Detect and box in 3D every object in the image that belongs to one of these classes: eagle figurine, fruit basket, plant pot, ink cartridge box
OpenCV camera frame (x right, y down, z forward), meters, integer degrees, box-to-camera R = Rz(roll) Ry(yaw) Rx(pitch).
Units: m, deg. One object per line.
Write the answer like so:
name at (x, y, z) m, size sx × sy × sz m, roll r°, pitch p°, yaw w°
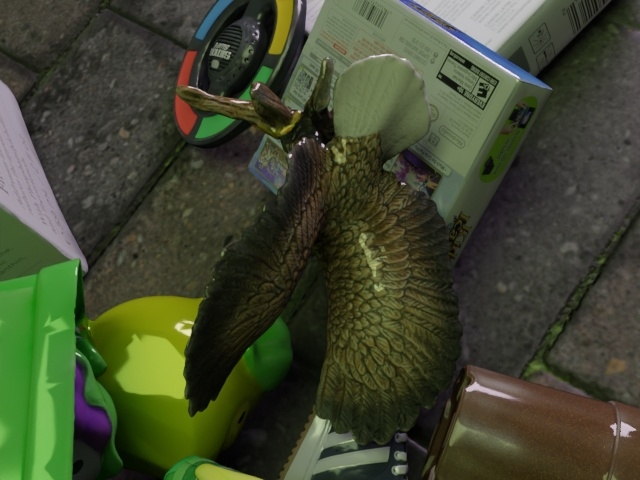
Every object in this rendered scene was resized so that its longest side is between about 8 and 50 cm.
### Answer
eagle figurine at (-0.001, 0.007, 0.883) m, size 0.226 × 0.225 × 0.298 m, roll -9°, pitch 55°, yaw 5°
fruit basket at (-0.201, 0.178, 0.921) m, size 0.392 × 0.392 × 0.282 m, roll -11°, pitch 62°, yaw 14°
plant pot at (0.174, 0.188, 0.834) m, size 0.165 × 0.167 × 0.167 m, roll 19°, pitch 72°, yaw 5°
ink cartridge box at (0.125, -0.306, 1.182) m, size 0.308 × 0.091 × 0.385 m, roll -46°, pitch 49°, yaw -5°

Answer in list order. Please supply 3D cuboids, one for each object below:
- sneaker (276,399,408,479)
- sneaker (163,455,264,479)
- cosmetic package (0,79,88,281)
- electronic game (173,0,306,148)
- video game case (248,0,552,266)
sneaker at (0.061, 0.199, 0.938) m, size 0.153 × 0.099 × 0.282 m, roll 20°, pitch 68°, yaw 19°
sneaker at (-0.076, 0.295, 0.859) m, size 0.109 × 0.295 × 0.123 m, roll -24°, pitch 39°, yaw -37°
cosmetic package at (-0.523, -0.071, 1.100) m, size 0.327 × 0.393 × 0.329 m, roll -32°, pitch 60°, yaw 2°
electronic game at (-0.096, -0.212, 1.170) m, size 0.229 × 0.048 × 0.229 m, roll -28°, pitch 49°, yaw 39°
video game case at (0.065, -0.107, 1.020) m, size 0.269 × 0.061 × 0.244 m, roll 44°, pitch 116°, yaw 38°
